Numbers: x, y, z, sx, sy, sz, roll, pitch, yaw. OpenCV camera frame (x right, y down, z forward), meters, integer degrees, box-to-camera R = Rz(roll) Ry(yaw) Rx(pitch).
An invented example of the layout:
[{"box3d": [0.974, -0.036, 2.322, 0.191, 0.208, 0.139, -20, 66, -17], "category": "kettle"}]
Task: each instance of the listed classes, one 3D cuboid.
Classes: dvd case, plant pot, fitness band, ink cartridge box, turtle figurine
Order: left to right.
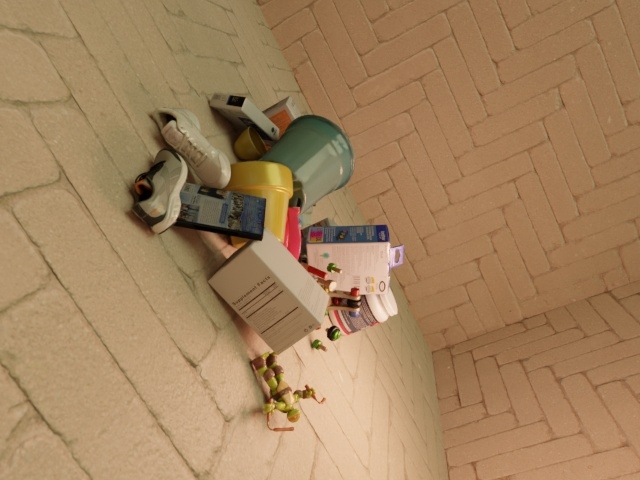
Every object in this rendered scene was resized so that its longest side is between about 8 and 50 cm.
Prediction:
[{"box3d": [-0.279, -0.082, 1.257, 0.180, 0.252, 0.022, -93, -162, -49], "category": "dvd case"}, {"box3d": [-0.288, -0.371, 1.807, 0.134, 0.095, 0.134, 57, 18, -29], "category": "plant pot"}, {"box3d": [-0.288, -0.485, 1.859, 0.332, 0.165, 0.065, 35, 73, -63], "category": "ink cartridge box"}, {"box3d": [-0.209, -0.101, 1.461, 0.254, 0.253, 0.239, 18, 65, -68], "category": "plant pot"}, {"box3d": [-0.103, 0.420, 1.280, 0.269, 0.087, 0.217, 0, 56, -56], "category": "turtle figurine"}, {"box3d": [-0.118, 0.000, 1.607, 0.291, 0.054, 0.209, 128, -34, -66], "category": "fitness band"}, {"box3d": [-0.086, -0.267, 1.765, 0.341, 0.341, 0.334, 60, 42, -19], "category": "plant pot"}, {"box3d": [0.000, 0.000, 2.042, 0.127, 0.176, 0.128, 35, 34, -60], "category": "ink cartridge box"}, {"box3d": [0.148, 0.083, 1.879, 0.151, 0.395, 0.270, -83, 171, -56], "category": "ink cartridge box"}]

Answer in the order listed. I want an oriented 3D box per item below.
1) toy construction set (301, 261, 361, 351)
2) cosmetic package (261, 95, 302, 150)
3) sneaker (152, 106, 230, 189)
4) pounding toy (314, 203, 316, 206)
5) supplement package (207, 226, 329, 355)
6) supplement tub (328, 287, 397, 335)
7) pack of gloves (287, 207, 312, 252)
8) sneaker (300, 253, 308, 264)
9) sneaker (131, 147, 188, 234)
[{"box3d": [-0.012, 0.201, 1.731, 0.237, 0.257, 0.309, 21, -43, 44], "category": "toy construction set"}, {"box3d": [-0.129, -0.409, 2.129, 0.453, 0.230, 0.162, 57, 19, -24], "category": "cosmetic package"}, {"box3d": [-0.385, -0.268, 1.330, 0.305, 0.114, 0.152, 51, 20, 12], "category": "sneaker"}, {"box3d": [-0.119, -0.184, 1.965, 0.270, 0.154, 0.154, -78, 145, -64], "category": "pounding toy"}, {"box3d": [-0.141, 0.142, 1.308, 0.293, 0.175, 0.177, 49, 20, -10], "category": "supplement package"}, {"box3d": [0.187, 0.298, 2.036, 0.191, 0.272, 0.191, 56, 20, -31], "category": "supplement tub"}, {"box3d": [-0.072, -0.029, 1.865, 0.232, 0.046, 0.195, -28, 120, -62], "category": "pack of gloves"}, {"box3d": [-0.062, 0.097, 1.984, 0.083, 0.031, 0.037, 47, 38, -36], "category": "sneaker"}, {"box3d": [-0.403, -0.146, 1.133, 0.108, 0.100, 0.272, 42, 28, -42], "category": "sneaker"}]
